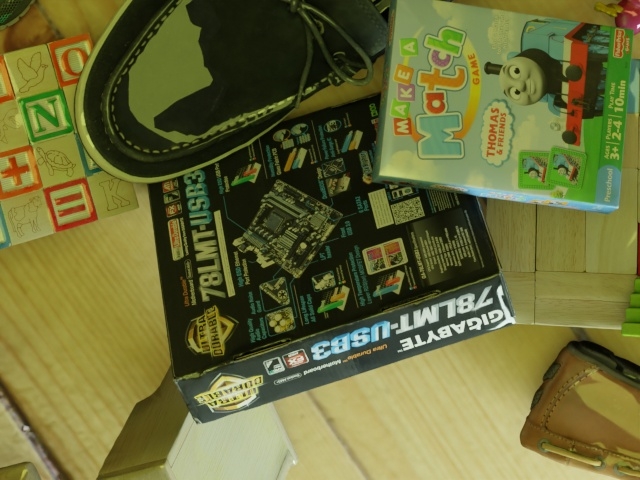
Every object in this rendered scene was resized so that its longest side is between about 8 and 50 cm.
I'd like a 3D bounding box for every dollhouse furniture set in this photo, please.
[{"bbox_3d":[-0.254,0.242,1.766,0.394,0.256,0.362,-16,111,20],"label":"dollhouse furniture set"}]

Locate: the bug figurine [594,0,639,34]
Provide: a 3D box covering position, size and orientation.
[{"bbox_3d":[0.377,-0.258,1.751,0.279,0.072,0.216,25,103,-5],"label":"bug figurine"}]

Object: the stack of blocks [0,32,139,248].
[{"bbox_3d":[-0.336,-0.070,1.735,0.297,0.087,0.171,-18,97,-22],"label":"stack of blocks"}]

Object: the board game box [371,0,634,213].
[{"bbox_3d":[0.157,-0.116,1.626,0.211,0.039,0.160,7,82,-8],"label":"board game box"}]

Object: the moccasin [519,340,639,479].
[{"bbox_3d":[0.371,0.233,1.775,0.380,0.139,0.147,24,98,0],"label":"moccasin"}]

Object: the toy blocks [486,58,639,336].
[{"bbox_3d":[0.300,-0.052,1.713,0.381,0.190,0.261,2,94,25],"label":"toy blocks"}]

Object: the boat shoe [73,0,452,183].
[{"bbox_3d":[-0.009,-0.226,1.702,0.500,0.156,0.187,-34,102,-1],"label":"boat shoe"}]

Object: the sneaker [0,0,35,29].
[{"bbox_3d":[-0.333,-0.215,1.783,0.166,0.076,0.065,-36,95,6],"label":"sneaker"}]

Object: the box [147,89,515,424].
[{"bbox_3d":[0.000,0.000,1.696,0.293,0.295,0.073,-19,131,5],"label":"box"}]
